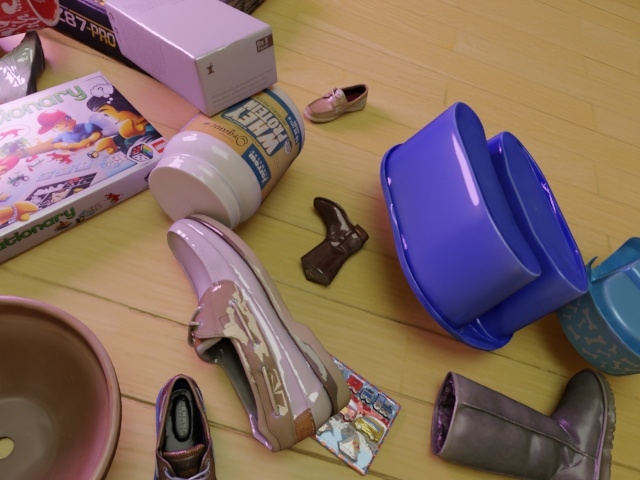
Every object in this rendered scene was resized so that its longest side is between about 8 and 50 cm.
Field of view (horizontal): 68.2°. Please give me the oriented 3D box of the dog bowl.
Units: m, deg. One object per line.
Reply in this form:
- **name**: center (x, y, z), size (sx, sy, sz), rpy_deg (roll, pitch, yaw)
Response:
- **dog bowl**: center (0.454, 0.096, 0.691), size (0.297, 0.074, 0.166), rpy_deg (-14, 65, -38)

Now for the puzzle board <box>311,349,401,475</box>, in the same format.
- **puzzle board**: center (0.024, 0.199, 0.566), size (0.128, 0.011, 0.096), rpy_deg (34, 55, 8)

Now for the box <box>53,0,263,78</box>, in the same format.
- **box**: center (-0.300, -0.485, 0.871), size (0.318, 0.097, 0.395), rpy_deg (29, 55, 0)

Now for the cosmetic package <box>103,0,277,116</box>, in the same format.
- **cosmetic package**: center (-0.175, -0.265, 0.633), size (0.117, 0.086, 0.231), rpy_deg (-35, 57, -25)

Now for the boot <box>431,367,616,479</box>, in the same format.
- **boot**: center (0.253, 0.215, 0.596), size (0.208, 0.076, 0.190), rpy_deg (20, 52, 6)

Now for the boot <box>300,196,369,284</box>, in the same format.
- **boot**: center (0.000, 0.000, 0.679), size (0.106, 0.037, 0.114), rpy_deg (38, 60, 13)

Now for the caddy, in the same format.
- **caddy**: center (0.209, -0.021, 0.670), size (0.241, 0.179, 0.342), rpy_deg (18, 50, -34)

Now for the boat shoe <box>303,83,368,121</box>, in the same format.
- **boat shoe**: center (0.030, -0.251, 0.844), size (0.135, 0.045, 0.050), rpy_deg (-28, 69, -30)

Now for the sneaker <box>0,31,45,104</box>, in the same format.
- **sneaker**: center (-0.453, -0.261, 0.705), size (0.061, 0.054, 0.152), rpy_deg (0, 58, -13)

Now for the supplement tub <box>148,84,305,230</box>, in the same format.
- **supplement tub**: center (-0.122, -0.113, 0.647), size (0.144, 0.144, 0.200), rpy_deg (28, 54, 3)

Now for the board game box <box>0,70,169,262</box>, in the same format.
- **board game box**: center (-0.371, -0.100, 0.622), size (0.193, 0.053, 0.305), rpy_deg (44, 57, 14)

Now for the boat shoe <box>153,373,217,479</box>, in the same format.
- **boat shoe**: center (-0.137, 0.224, 0.468), size (0.066, 0.066, 0.183), rpy_deg (-9, 60, -21)

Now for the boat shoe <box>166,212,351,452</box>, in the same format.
- **boat shoe**: center (-0.099, 0.092, 0.539), size (0.103, 0.113, 0.302), rpy_deg (-32, 67, -29)

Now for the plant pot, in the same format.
- **plant pot**: center (-0.301, 0.179, 0.424), size (0.237, 0.110, 0.238), rpy_deg (8, 55, -11)

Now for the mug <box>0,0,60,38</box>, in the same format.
- **mug**: center (-0.484, -0.359, 0.694), size (0.169, 0.113, 0.150), rpy_deg (-7, 45, 4)
